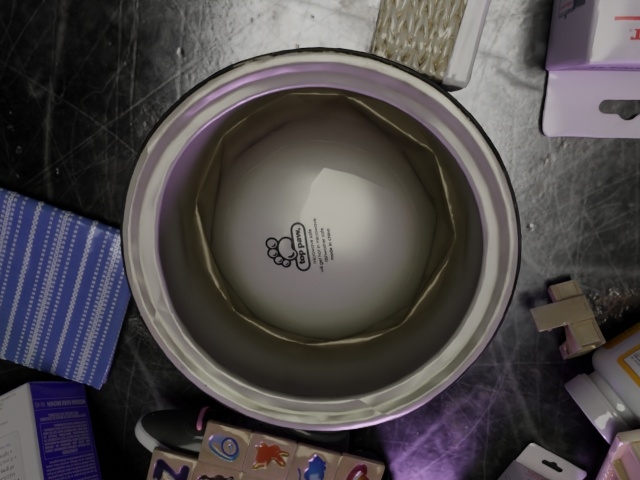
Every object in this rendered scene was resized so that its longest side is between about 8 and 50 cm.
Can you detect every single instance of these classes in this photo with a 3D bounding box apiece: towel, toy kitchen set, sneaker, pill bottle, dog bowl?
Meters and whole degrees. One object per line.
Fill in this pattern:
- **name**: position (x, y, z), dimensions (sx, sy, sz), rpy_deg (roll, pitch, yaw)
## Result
- **towel**: position (-0.425, 0.049, 0.678), dimensions (0.335, 0.040, 0.243), rpy_deg (20, 105, -4)
- **toy kitchen set**: position (0.305, 0.107, 0.642), dimensions (0.068, 0.075, 0.083), rpy_deg (-16, 64, 5)
- **sneaker**: position (-0.092, 0.234, 0.673), dimensions (0.295, 0.104, 0.147), rpy_deg (13, 103, -4)
- **pill bottle**: position (0.414, 0.157, 0.602), dimensions (0.208, 0.117, 0.118), rpy_deg (-39, 100, 13)
- **dog bowl**: position (0.000, 0.000, 0.571), dimensions (0.407, 0.150, 0.408), rpy_deg (1, 107, 4)

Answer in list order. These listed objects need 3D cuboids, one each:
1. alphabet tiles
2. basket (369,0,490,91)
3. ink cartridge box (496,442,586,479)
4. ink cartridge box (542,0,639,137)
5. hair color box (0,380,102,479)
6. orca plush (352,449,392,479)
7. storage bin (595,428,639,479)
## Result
- **alphabet tiles**: position (-0.067, 0.383, 0.645), dimensions (0.342, 0.011, 0.285), rpy_deg (15, 102, -3)
- **basket**: position (0.115, -0.248, 0.511), dimensions (0.103, 0.113, 0.167), rpy_deg (13, 106, 2)
- **ink cartridge box**: position (0.295, 0.391, 0.706), dimensions (0.104, 0.061, 0.181), rpy_deg (29, 105, -5)
- **ink cartridge box**: position (0.353, -0.274, 0.483), dimensions (0.207, 0.119, 0.354), rpy_deg (1, 106, 4)
- **hair color box**: position (-0.384, 0.378, 0.645), dimensions (0.185, 0.110, 0.339), rpy_deg (-26, 68, 11)
- **orca plush**: position (0.050, 0.456, 0.720), dimensions (0.151, 0.102, 0.287), rpy_deg (19, 106, -1)
- **storage bin**: position (0.492, 0.315, 0.590), dimensions (0.262, 0.123, 0.260), rpy_deg (-13, 135, 5)
